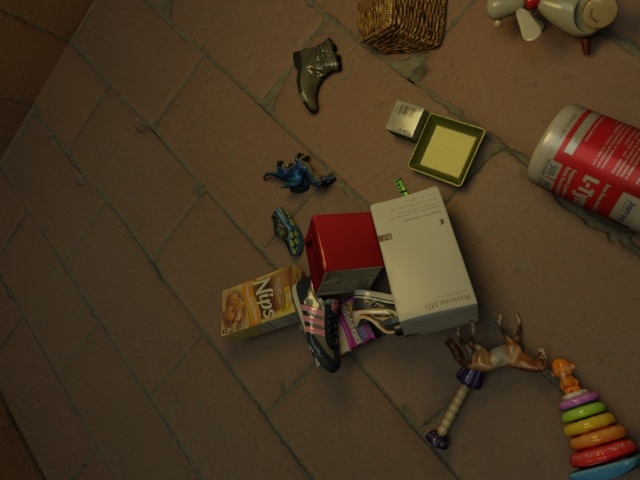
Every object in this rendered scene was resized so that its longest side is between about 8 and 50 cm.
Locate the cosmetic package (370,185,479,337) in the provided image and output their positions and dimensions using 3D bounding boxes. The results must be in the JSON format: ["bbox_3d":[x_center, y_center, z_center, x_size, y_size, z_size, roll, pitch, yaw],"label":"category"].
[{"bbox_3d":[0.290,0.061,1.467,0.218,0.156,0.384,-17,57,7],"label":"cosmetic package"}]

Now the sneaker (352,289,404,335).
[{"bbox_3d":[0.253,0.231,1.558,0.322,0.126,0.127,5,76,19],"label":"sneaker"}]

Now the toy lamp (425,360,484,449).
[{"bbox_3d":[0.401,0.477,1.506,0.080,0.080,0.274,28,101,27],"label":"toy lamp"}]

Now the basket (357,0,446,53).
[{"bbox_3d":[0.261,-0.768,1.678,0.214,0.223,0.298,0,85,61],"label":"basket"}]

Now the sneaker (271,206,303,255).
[{"bbox_3d":[-0.121,-0.027,1.837,0.078,0.067,0.188,-41,69,41],"label":"sneaker"}]

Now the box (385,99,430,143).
[{"bbox_3d":[0.280,-0.376,1.636,0.101,0.087,0.101,26,98,27],"label":"box"}]

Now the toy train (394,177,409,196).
[{"bbox_3d":[0.265,-0.168,1.666,0.024,0.017,0.083,-26,74,13],"label":"toy train"}]

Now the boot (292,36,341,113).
[{"bbox_3d":[-0.001,-0.585,1.809,0.161,0.083,0.246,-14,81,20],"label":"boot"}]

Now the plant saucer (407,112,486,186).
[{"bbox_3d":[0.391,-0.278,1.593,0.189,0.045,0.188,26,98,27],"label":"plant saucer"}]

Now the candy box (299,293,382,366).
[{"bbox_3d":[0.065,0.297,1.697,0.234,0.071,0.159,-31,70,21],"label":"candy box"}]

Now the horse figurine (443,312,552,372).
[{"bbox_3d":[0.484,0.303,1.441,0.264,0.066,0.174,-12,66,5],"label":"horse figurine"}]

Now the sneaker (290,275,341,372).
[{"bbox_3d":[0.013,0.252,1.625,0.131,0.112,0.318,-31,68,18],"label":"sneaker"}]

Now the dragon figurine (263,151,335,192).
[{"bbox_3d":[-0.093,-0.217,1.817,0.290,0.085,0.143,-15,78,24],"label":"dragon figurine"}]

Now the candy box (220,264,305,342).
[{"bbox_3d":[-0.200,0.224,1.803,0.317,0.088,0.182,-22,54,25],"label":"candy box"}]

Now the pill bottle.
[{"bbox_3d":[0.759,-0.164,1.288,0.408,0.229,0.228,33,101,26],"label":"pill bottle"}]

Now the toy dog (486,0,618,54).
[{"bbox_3d":[0.641,-0.605,1.432,0.334,0.220,0.160,22,127,35],"label":"toy dog"}]

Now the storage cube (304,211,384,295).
[{"bbox_3d":[0.066,0.043,1.596,0.215,0.183,0.193,-5,62,-14],"label":"storage cube"}]

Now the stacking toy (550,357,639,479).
[{"bbox_3d":[0.682,0.451,1.333,0.175,0.166,0.301,-37,58,33],"label":"stacking toy"}]
